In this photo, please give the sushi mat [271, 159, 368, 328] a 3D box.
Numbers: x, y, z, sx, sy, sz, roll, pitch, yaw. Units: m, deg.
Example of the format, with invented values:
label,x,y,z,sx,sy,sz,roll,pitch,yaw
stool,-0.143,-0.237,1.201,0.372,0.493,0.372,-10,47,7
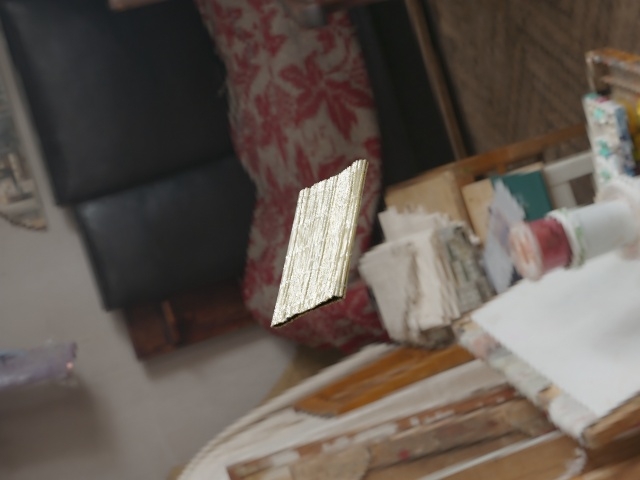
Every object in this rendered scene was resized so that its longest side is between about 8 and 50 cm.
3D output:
label,x,y,z,sx,sy,sz,roll,pitch,yaw
sushi mat,0.000,0.000,1.899,0.019,0.151,0.316,41,-141,-28
